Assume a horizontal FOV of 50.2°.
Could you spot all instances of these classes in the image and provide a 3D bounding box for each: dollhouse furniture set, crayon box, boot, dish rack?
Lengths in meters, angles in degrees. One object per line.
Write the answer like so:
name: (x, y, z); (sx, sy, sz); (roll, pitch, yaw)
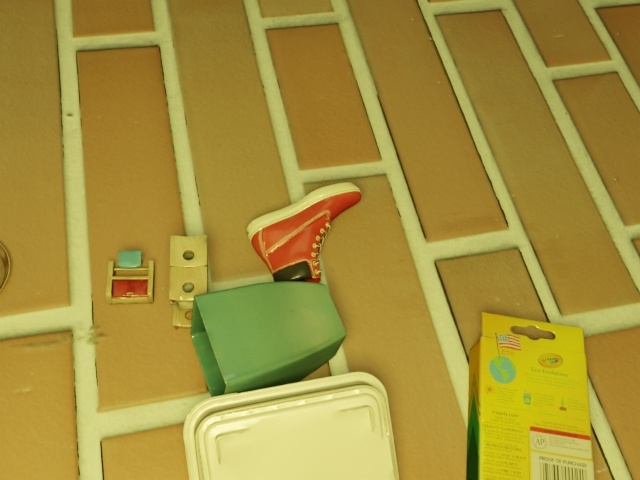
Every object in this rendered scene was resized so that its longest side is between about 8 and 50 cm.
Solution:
dollhouse furniture set: (-0.295, 0.079, 1.228); (0.183, 0.129, 0.129); (-1, 60, -9)
crayon box: (0.368, 0.298, 1.211); (0.202, 0.081, 0.319); (10, 60, -1)
boot: (0.000, 0.000, 1.337); (0.244, 0.088, 0.176); (-27, 67, -11)
dish rack: (-0.032, 0.368, 1.060); (0.332, 0.072, 0.286); (-8, 89, -12)

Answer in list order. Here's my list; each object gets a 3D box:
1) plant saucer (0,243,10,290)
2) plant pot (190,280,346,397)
plant saucer: (-0.654, 0.064, 1.252); (0.168, 0.029, 0.169); (3, 61, -5)
plant pot: (-0.087, 0.172, 1.189); (0.234, 0.166, 0.166); (-14, 63, -21)
